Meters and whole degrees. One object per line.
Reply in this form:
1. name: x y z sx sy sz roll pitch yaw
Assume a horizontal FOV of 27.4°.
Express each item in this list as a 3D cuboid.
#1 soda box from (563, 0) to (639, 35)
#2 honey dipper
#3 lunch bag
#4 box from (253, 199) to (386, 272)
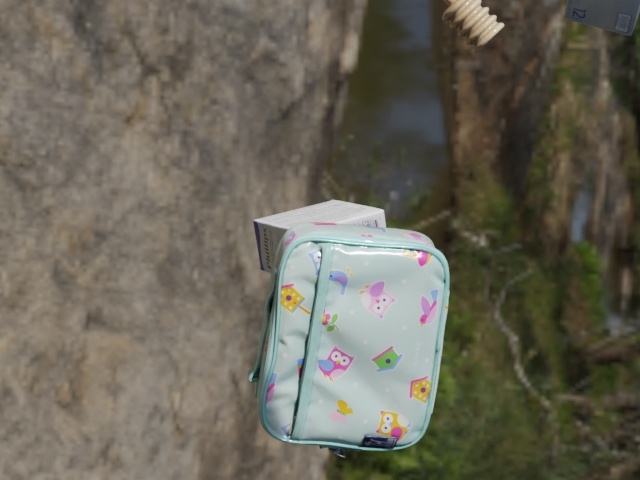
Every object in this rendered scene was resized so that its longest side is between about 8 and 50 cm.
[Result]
1. soda box: 0.359 -0.379 1.540 0.286 0.091 0.098 88 23 -56
2. honey dipper: 0.070 -0.205 0.954 0.160 0.030 0.030 48 26 0
3. lunch bag: 0.031 0.122 1.588 0.108 0.224 0.279 -128 -135 -74
4. box: 0.000 0.000 1.707 0.126 0.137 0.072 -15 104 -26
